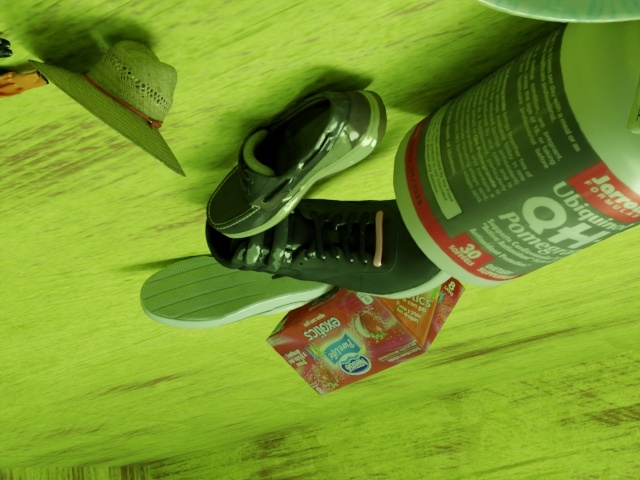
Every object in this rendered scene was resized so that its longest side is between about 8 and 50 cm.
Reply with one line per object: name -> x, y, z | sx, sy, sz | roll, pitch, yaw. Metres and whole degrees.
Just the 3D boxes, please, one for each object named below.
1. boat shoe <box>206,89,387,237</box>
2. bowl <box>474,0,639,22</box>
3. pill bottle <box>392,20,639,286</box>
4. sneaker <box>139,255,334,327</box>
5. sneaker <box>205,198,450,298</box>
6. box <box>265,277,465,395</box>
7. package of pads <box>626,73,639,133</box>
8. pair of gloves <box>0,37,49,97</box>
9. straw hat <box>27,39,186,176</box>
boat shoe -> -0.040, -0.075, 0.877 | 0.073, 0.080, 0.223 | 16, 144, -43
bowl -> 0.157, -0.227, 0.373 | 0.290, 0.156, 0.289 | -9, 161, -3
pill bottle -> 0.221, -0.089, 0.800 | 0.176, 0.176, 0.318 | 3, 158, -36
sneaker -> -0.104, 0.071, 1.249 | 0.258, 0.094, 0.091 | -7, 157, -12
sneaker -> 0.000, 0.000, 0.981 | 0.296, 0.104, 0.147 | 2, 176, 43
box -> 0.057, 0.103, 1.311 | 0.257, 0.122, 0.128 | -34, -167, 51
package of pads -> 0.335, -0.157, 0.588 | 0.297, 0.229, 0.101 | 4, -167, -34
pair of gloves -> -0.249, -0.126, 0.705 | 0.074, 0.010, 0.083 | -11, 159, 9
straw hat -> -0.138, -0.113, 0.710 | 0.061, 0.144, 0.144 | -53, 155, 1
